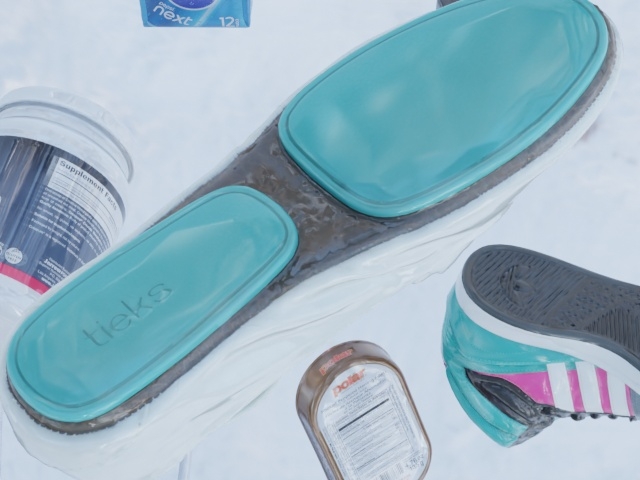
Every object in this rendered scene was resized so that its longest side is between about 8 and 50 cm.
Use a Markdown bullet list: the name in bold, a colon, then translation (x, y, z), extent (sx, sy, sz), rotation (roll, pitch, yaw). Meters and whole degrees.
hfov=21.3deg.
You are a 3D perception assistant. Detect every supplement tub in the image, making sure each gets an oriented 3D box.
- **supplement tub**: translation (-0.315, -0.008, 1.816), extent (0.191, 0.191, 0.272), rotation (30, 56, -19)

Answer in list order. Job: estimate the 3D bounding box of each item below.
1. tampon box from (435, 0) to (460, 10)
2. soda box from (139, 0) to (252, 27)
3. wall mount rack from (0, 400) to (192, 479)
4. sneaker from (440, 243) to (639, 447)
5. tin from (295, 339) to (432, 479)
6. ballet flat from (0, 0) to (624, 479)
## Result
- **tampon box**: translation (0.176, -0.161, 1.604), extent (0.120, 0.161, 0.101), rotation (-15, 61, -9)
- **soda box**: translation (-0.077, -0.237, 1.112), extent (0.071, 0.210, 0.067), rotation (0, 144, 2)
- **wall mount rack**: translation (-0.243, 0.281, 1.833), extent (0.350, 0.304, 0.131), rotation (8, 63, 2)
- **sneaker**: translation (0.232, 0.126, 1.513), extent (0.295, 0.178, 0.124), rotation (24, 52, -3)
- **tin**: translation (0.045, 0.179, 1.625), extent (0.106, 0.040, 0.190), rotation (-34, 126, -14)
- **ballet flat**: translation (0.000, 0.000, 0.954), extent (0.400, 0.139, 0.139), rotation (-36, 108, -15)
